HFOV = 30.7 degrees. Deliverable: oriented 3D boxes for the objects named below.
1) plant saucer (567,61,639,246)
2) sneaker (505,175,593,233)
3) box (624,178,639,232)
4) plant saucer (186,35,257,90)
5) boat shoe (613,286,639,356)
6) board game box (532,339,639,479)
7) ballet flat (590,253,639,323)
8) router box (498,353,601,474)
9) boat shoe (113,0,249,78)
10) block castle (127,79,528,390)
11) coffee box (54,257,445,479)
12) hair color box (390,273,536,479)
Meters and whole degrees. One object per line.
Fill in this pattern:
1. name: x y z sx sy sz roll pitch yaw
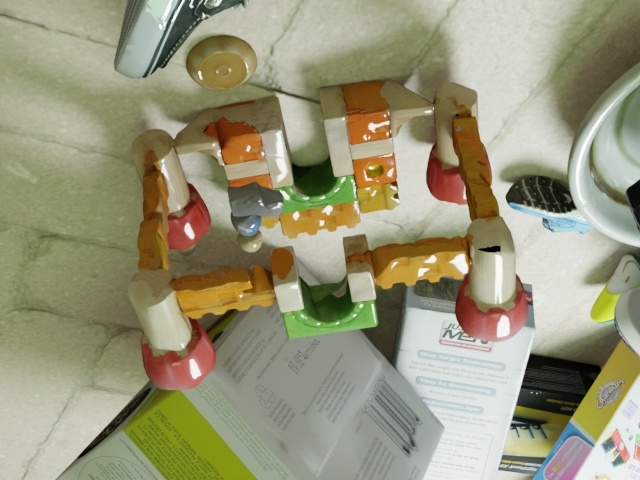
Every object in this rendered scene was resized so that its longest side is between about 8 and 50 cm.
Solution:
1. plant saucer: 0.500 -0.150 1.467 0.400 0.100 0.400 -5 141 -4
2. sneaker: 0.321 -0.036 1.600 0.162 0.063 0.073 13 139 -24
3. box: 0.608 0.058 1.430 0.395 0.293 0.212 25 130 -33
4. plant saucer: -0.115 -0.202 1.357 0.083 0.015 0.083 -5 140 -4
5. boat shoe: 0.527 0.194 1.750 0.340 0.127 0.158 34 145 -21
6. board game box: 0.502 0.322 1.914 0.316 0.064 0.242 -56 133 -7
7. ballet flat: 0.493 0.042 1.727 0.231 0.077 0.077 -29 115 18
8. router box: 0.293 0.288 1.964 0.309 0.081 0.243 11 136 -22
9. boat shoe: -0.106 -0.283 1.178 0.119 0.121 0.335 19 131 -23
10. block castle: 0.000 0.000 1.396 0.453 0.303 0.213 -9 141 2
11. coffee box: -0.090 0.297 1.606 0.334 0.337 0.338 -38 96 31
12. hair color box: 0.193 0.230 1.749 0.185 0.113 0.374 9 124 2
